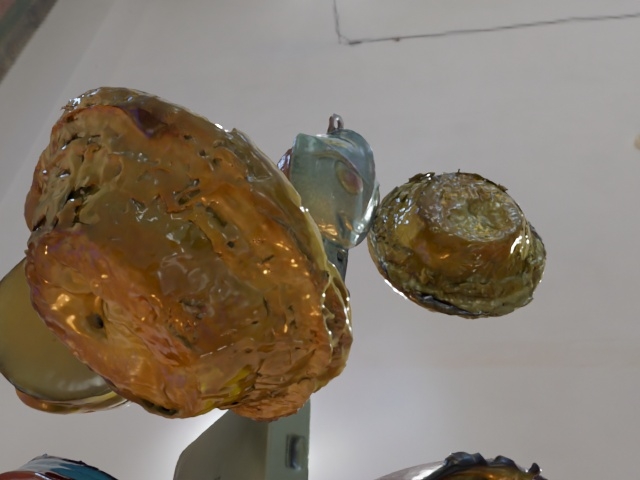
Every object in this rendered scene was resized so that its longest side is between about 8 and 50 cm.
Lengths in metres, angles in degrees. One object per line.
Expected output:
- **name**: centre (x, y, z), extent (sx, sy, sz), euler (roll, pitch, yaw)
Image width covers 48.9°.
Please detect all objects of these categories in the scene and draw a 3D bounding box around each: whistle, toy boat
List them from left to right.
- **toy boat**: centre (-0.307, 0.320, 0.855), extent (0.392, 0.136, 0.079), euler (-6, -156, 47)
- **whistle**: centre (-0.001, 0.000, 0.871), extent (0.133, 0.142, 0.346), euler (5, -107, 13)

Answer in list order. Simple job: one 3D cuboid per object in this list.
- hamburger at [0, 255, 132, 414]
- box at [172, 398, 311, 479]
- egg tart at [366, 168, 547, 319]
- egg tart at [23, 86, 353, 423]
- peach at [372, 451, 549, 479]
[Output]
- **hamburger**: centre (-0.362, 0.152, 1.113), extent (0.276, 0.237, 0.277), euler (2, -114, -4)
- **box**: centre (-0.129, 0.422, 1.001), extent (0.090, 0.367, 0.373), euler (23, -134, -23)
- **egg tart**: centre (0.212, -0.014, 1.061), extent (0.294, 0.116, 0.295), euler (6, -133, -6)
- **egg tart**: centre (-0.135, 0.043, 0.591), extent (0.341, 0.341, 0.129), euler (16, -136, 24)
- **peach**: centre (0.168, 0.453, 0.892), extent (0.353, 0.416, 0.339), euler (-22, -119, 25)
